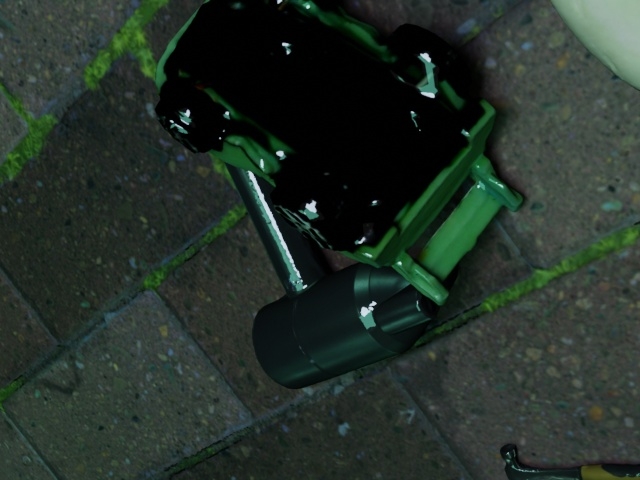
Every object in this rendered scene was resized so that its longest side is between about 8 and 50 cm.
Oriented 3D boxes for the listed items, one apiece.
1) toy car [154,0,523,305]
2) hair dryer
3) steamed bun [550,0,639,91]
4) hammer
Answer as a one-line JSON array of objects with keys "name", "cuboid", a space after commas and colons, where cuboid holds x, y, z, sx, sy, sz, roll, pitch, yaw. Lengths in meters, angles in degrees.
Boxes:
[{"name": "toy car", "cuboid": [0.015, -0.109, 0.957, 0.358, 0.213, 0.176, 35, 172, 18]}, {"name": "hair dryer", "cuboid": [0.000, 0.000, 1.091, 0.244, 0.116, 0.302, -27, 91, 37]}, {"name": "steamed bun", "cuboid": [0.303, -0.258, 0.663, 0.311, 0.233, 0.334, -11, 105, 38]}, {"name": "hammer", "cuboid": [0.301, 0.264, 1.085, 0.201, 0.021, 0.078, -9, 110, 37]}]
